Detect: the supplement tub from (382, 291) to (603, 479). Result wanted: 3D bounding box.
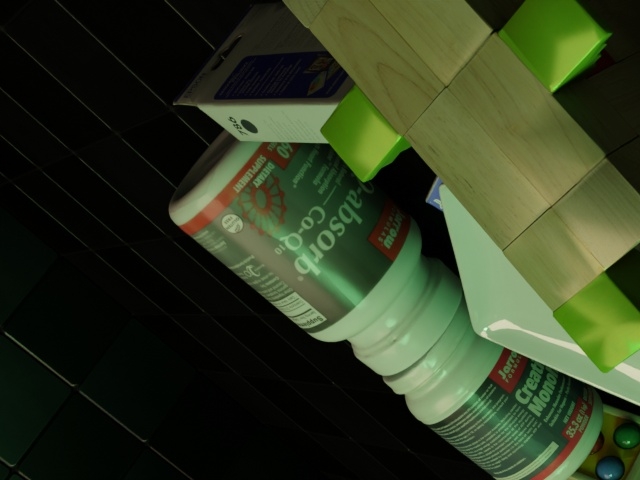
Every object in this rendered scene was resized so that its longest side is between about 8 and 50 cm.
[{"bbox_3d":[0.244,0.215,1.490,0.272,0.191,0.191,38,159,-10],"label":"supplement tub"}]

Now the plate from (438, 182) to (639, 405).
[{"bbox_3d":[0.252,0.057,0.955,0.277,0.045,0.278,24,156,29],"label":"plate"}]

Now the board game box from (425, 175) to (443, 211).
[{"bbox_3d":[0.271,-0.058,0.944,0.291,0.141,0.232,32,158,8],"label":"board game box"}]

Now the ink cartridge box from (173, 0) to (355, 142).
[{"bbox_3d":[0.002,-0.177,1.063,0.332,0.165,0.065,10,149,49],"label":"ink cartridge box"}]

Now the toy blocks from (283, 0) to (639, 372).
[{"bbox_3d":[0.153,-0.131,0.726,0.381,0.261,0.191,51,131,11],"label":"toy blocks"}]

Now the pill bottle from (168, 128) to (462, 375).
[{"bbox_3d":[0.000,0.000,1.377,0.363,0.210,0.210,40,158,-15],"label":"pill bottle"}]

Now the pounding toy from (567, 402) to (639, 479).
[{"bbox_3d":[0.379,0.339,1.531,0.181,0.206,0.094,16,152,40],"label":"pounding toy"}]
